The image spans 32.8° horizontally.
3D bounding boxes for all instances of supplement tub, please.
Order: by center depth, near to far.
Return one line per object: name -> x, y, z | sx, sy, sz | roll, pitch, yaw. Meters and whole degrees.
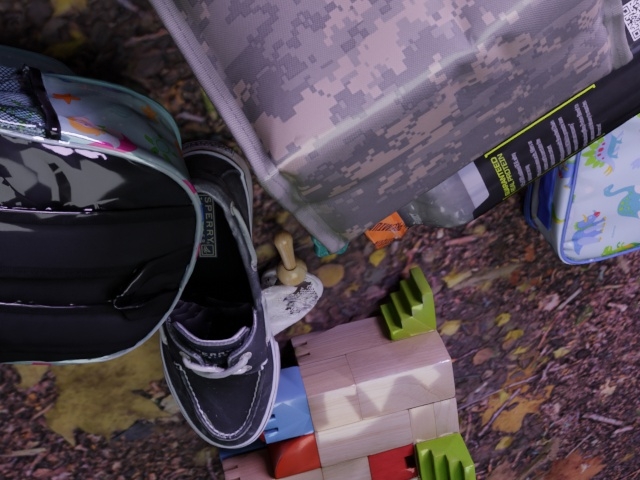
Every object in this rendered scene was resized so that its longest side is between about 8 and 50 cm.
supplement tub -> 0.134, -0.139, 0.834 | 0.316, 0.193, 0.193 | -33, 136, 2

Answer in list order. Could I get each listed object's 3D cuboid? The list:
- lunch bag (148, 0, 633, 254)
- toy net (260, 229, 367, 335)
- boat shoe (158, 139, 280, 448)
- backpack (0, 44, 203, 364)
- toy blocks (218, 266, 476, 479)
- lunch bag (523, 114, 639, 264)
lunch bag -> 0.014, -0.177, 0.687 | 0.235, 0.287, 0.169 | -34, 156, 5
toy net -> 0.000, 0.000, 1.002 | 0.122, 0.045, 0.232 | 9, 126, -36
boat shoe -> -0.089, 0.070, 0.924 | 0.108, 0.102, 0.301 | 0, 119, -2
backpack -> -0.217, -0.021, 0.758 | 0.254, 0.191, 0.225 | 8, 127, -23
toy blocks -> 0.012, 0.236, 1.142 | 0.261, 0.190, 0.381 | -13, 124, -5
lunch bag -> 0.286, -0.087, 1.037 | 0.176, 0.090, 0.219 | -17, 135, -15
